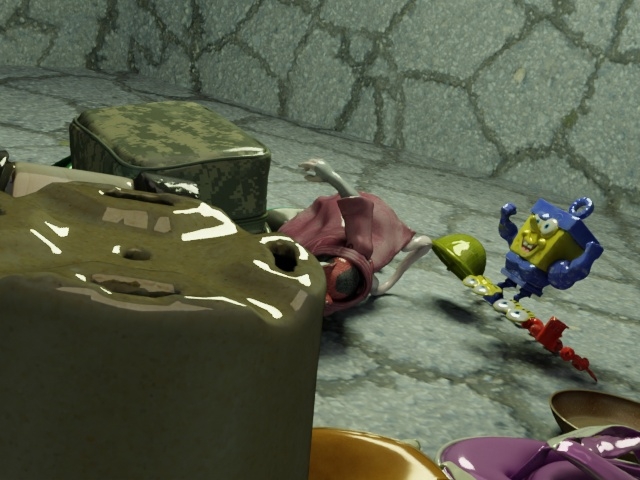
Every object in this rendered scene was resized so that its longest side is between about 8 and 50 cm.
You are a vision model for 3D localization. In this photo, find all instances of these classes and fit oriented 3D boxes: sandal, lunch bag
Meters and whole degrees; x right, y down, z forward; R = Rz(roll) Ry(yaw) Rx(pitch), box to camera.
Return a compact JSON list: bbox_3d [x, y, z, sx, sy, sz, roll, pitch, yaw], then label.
[{"bbox_3d":[0.321,0.240,0.937,0.417,0.102,0.169,11,15,-4],"label":"sandal"},{"bbox_3d":[-0.202,-0.031,1.223,0.213,0.256,0.305,-8,24,-28],"label":"lunch bag"}]

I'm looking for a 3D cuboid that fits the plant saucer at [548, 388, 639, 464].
[{"bbox_3d":[0.371,0.236,1.110,0.199,0.036,0.198,12,13,-3],"label":"plant saucer"}]

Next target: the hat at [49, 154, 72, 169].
[{"bbox_3d":[-0.402,-0.025,1.485,0.208,0.183,0.173,-35,20,-9],"label":"hat"}]

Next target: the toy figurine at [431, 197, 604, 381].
[{"bbox_3d":[0.345,0.025,1.418,0.191,0.217,0.362,35,5,-25],"label":"toy figurine"}]

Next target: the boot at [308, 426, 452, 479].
[{"bbox_3d":[0.057,0.230,0.688,0.295,0.104,0.211,21,4,20],"label":"boot"}]

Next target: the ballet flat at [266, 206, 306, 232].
[{"bbox_3d":[0.000,0.000,1.594,0.281,0.095,0.096,4,29,-28],"label":"ballet flat"}]

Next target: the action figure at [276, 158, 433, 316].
[{"bbox_3d":[0.017,0.046,1.350,0.276,0.248,0.370,38,11,-10],"label":"action figure"}]

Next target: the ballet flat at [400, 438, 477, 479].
[{"bbox_3d":[0.095,0.230,0.835,0.222,0.079,0.077,21,17,32],"label":"ballet flat"}]

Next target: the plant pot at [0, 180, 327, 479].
[{"bbox_3d":[-0.135,0.137,0.554,0.334,0.305,0.334,11,15,-3],"label":"plant pot"}]

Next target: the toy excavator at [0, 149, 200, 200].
[{"bbox_3d":[-0.287,0.055,0.943,0.222,0.445,0.432,7,60,-22],"label":"toy excavator"}]
